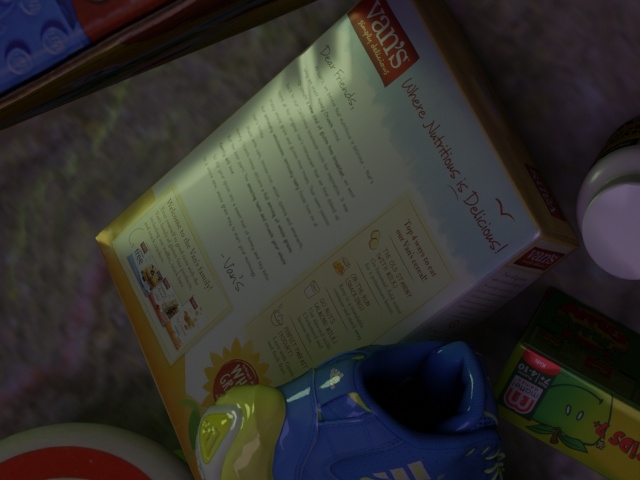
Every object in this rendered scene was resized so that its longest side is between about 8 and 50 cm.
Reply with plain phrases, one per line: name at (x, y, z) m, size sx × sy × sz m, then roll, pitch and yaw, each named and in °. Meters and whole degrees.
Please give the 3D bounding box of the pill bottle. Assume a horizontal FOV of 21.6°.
pill bottle at (0.161, -0.020, 0.820) m, size 0.065 × 0.116 × 0.065 m, roll 5°, pitch 108°, yaw 16°

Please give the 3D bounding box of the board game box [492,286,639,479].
board game box at (0.181, 0.098, 0.864) m, size 0.181 × 0.092 × 0.043 m, roll 30°, pitch 113°, yaw 8°

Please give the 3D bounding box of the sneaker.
sneaker at (0.061, 0.116, 0.815) m, size 0.126 × 0.240 × 0.091 m, roll -33°, pitch 52°, yaw 33°

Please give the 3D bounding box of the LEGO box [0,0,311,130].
LEGO box at (-0.075, -0.258, 0.590) m, size 0.193 × 0.500 × 0.372 m, roll -23°, pitch 96°, yaw 23°

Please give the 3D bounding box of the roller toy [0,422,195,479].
roller toy at (-0.133, 0.207, 0.925) m, size 0.191 × 0.209 × 0.146 m, roll -10°, pitch 146°, yaw 2°

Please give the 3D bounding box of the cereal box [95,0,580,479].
cereal box at (0.000, 0.000, 0.876) m, size 0.240 × 0.047 × 0.173 m, roll -38°, pitch 60°, yaw 25°
